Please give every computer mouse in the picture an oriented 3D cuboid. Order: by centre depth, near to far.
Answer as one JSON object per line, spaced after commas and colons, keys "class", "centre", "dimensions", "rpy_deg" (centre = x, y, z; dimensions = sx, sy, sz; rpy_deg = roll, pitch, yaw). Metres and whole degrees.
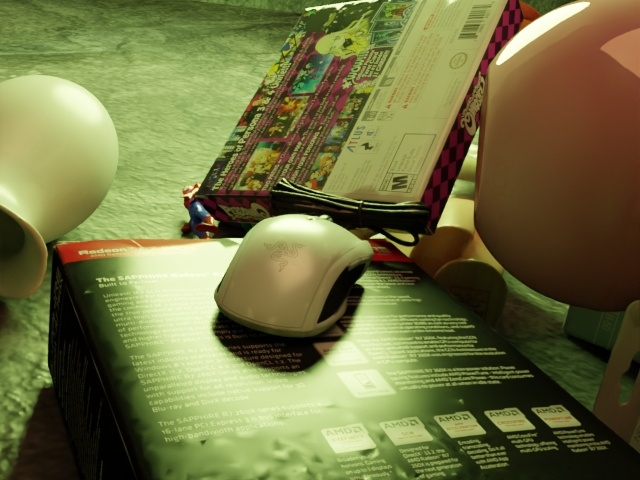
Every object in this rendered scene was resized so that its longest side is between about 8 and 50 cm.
{"class": "computer mouse", "centre": [0.000, 0.000, 0.494], "dimensions": [0.106, 0.042, 0.193], "rpy_deg": [16, 21, 10]}

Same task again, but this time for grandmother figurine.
{"class": "grandmother figurine", "centre": [0.119, -0.015, 0.764], "dimensions": [0.208, 0.104, 0.342], "rpy_deg": [14, 23, 6]}

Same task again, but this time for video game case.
{"class": "video game case", "centre": [0.032, -0.110, 0.696], "dimensions": [0.210, 0.042, 0.232], "rpy_deg": [4, 56, 35]}

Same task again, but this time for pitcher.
{"class": "pitcher", "centre": [-0.259, -0.051, 0.656], "dimensions": [0.178, 0.125, 0.207], "rpy_deg": [9, 32, 1]}

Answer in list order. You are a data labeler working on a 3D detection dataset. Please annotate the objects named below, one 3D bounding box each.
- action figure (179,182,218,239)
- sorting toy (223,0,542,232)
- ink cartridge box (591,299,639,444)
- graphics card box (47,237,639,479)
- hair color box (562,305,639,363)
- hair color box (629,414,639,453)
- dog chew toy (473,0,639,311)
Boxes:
{"class": "action figure", "centre": [-0.112, -0.025, 0.763], "dimensions": [0.030, 0.038, 0.115], "rpy_deg": [1, 24, -13]}
{"class": "sorting toy", "centre": [0.074, -0.094, 0.769], "dimensions": [0.366, 0.127, 0.126], "rpy_deg": [-26, 31, -3]}
{"class": "ink cartridge box", "centre": [0.273, 0.104, 0.516], "dimensions": [0.198, 0.115, 0.067], "rpy_deg": [5, 21, -12]}
{"class": "graphics card box", "centre": [0.014, 0.110, 0.408], "dimensions": [0.233, 0.094, 0.371], "rpy_deg": [0, 23, -27]}
{"class": "hair color box", "centre": [0.409, 0.071, 0.668], "dimensions": [0.375, 0.113, 0.185], "rpy_deg": [22, 24, 29]}
{"class": "hair color box", "centre": [0.196, 0.158, 0.373], "dimensions": [0.054, 0.093, 0.167], "rpy_deg": [4, 22, -18]}
{"class": "dog chew toy", "centre": [0.271, -0.050, 0.552], "dimensions": [0.332, 0.206, 0.206], "rpy_deg": [4, 20, 7]}
